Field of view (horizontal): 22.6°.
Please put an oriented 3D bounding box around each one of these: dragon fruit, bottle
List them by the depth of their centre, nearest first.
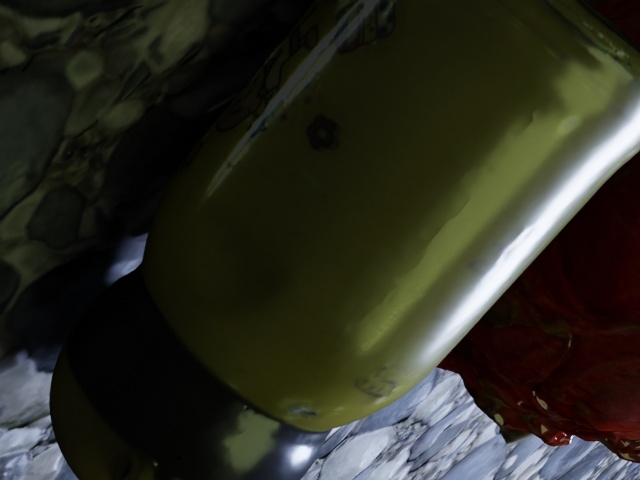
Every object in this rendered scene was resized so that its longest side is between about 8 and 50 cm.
[{"bbox_3d":[0.000,0.000,0.805,0.351,0.171,0.171,-48,155,14],"label":"bottle"},{"bbox_3d":[0.208,-0.018,0.964,0.342,0.277,0.277,-47,155,9],"label":"dragon fruit"}]
